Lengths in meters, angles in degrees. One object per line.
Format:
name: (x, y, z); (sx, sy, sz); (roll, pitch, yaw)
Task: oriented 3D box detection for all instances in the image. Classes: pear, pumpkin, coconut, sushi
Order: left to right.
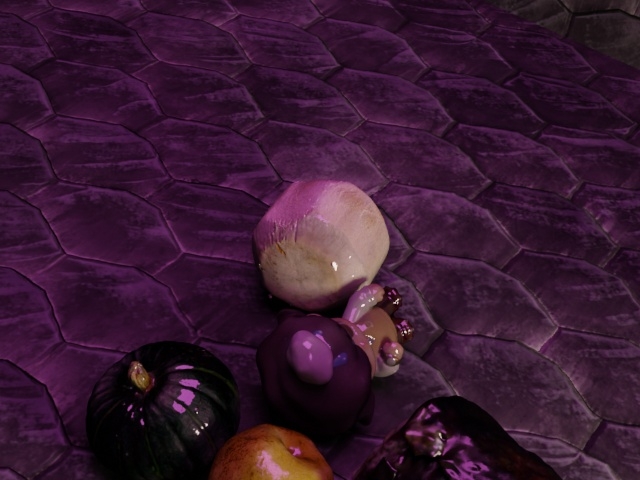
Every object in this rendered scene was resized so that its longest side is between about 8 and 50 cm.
pumpkin: (-0.255, 0.266, 1.886); (0.250, 0.216, 0.250); (-15, 44, 14)
pear: (-0.082, 0.385, 1.810); (0.197, 0.197, 0.197); (7, 39, -6)
coconut: (0.000, 0.000, 2.248); (0.245, 0.245, 0.247); (20, 38, 10)
sushi: (0.205, 0.403, 1.756); (0.294, 0.299, 0.281); (41, 37, 27)

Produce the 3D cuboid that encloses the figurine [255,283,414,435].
figurine: (0.056, 0.200, 2.055); (0.365, 0.218, 0.206); (-24, 21, -39)
